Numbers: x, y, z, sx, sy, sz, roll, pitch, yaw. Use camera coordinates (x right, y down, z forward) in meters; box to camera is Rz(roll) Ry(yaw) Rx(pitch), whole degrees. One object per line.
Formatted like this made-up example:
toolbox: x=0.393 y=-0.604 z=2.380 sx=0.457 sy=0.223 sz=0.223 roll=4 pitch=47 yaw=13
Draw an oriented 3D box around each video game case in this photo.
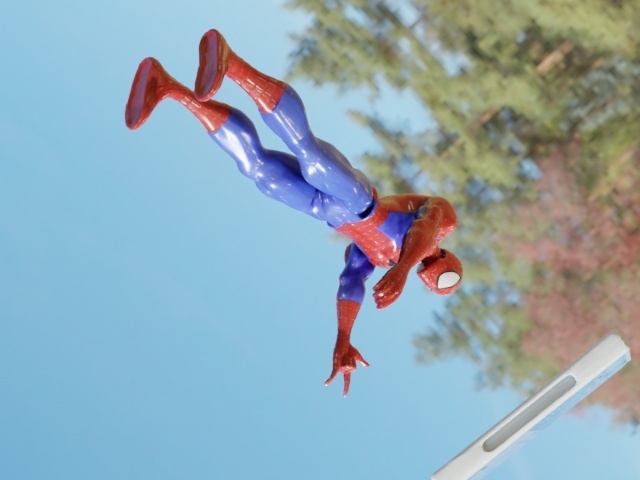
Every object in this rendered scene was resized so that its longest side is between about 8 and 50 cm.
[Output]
video game case: x=0.170 y=0.134 z=1.103 sx=0.022 sy=0.173 sz=0.190 roll=52 pitch=-174 yaw=14

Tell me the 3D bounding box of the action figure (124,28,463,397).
action figure: x=0.000 y=0.000 z=0.880 sx=0.280 sy=0.091 sz=0.139 roll=30 pitch=-123 yaw=-41
